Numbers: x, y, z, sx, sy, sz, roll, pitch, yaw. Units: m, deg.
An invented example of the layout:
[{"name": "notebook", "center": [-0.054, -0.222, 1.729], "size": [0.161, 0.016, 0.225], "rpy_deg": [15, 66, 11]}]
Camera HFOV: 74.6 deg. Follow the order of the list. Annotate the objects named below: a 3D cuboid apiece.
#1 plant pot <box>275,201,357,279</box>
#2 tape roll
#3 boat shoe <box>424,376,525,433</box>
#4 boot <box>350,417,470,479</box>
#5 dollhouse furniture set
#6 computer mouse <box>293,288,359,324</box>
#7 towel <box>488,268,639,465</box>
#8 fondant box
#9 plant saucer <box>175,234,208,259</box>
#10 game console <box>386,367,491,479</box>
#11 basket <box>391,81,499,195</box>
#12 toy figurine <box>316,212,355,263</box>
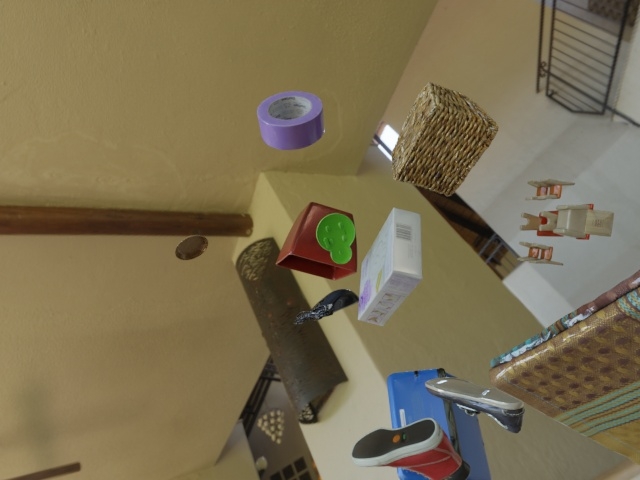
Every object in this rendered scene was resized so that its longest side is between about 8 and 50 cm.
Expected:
[{"name": "plant pot", "center": [0.000, 0.000, 1.667], "size": [0.267, 0.236, 0.267], "rpy_deg": [16, -16, -14]}, {"name": "tape roll", "center": [-0.084, -0.348, 1.213], "size": [0.188, 0.189, 0.080], "rpy_deg": [-21, -42, -14]}, {"name": "boat shoe", "center": [0.288, 0.313, 0.808], "size": [0.075, 0.065, 0.206], "rpy_deg": [-8, 1, -37]}, {"name": "boot", "center": [0.204, 0.511, 0.960], "size": [0.244, 0.088, 0.176], "rpy_deg": [-28, -73, 31]}, {"name": "dollhouse furniture set", "center": [0.734, -0.052, 1.283], "size": [0.135, 0.259, 0.262], "rpy_deg": [7, -88, -2]}, {"name": "computer mouse", "center": [0.039, 0.228, 1.543], "size": [0.188, 0.072, 0.272], "rpy_deg": [-25, -8, 41]}, {"name": "towel", "center": [0.348, 0.119, 0.272], "size": [0.370, 0.040, 0.271], "rpy_deg": [29, -44, -1]}, {"name": "fondant box", "center": [0.216, 0.093, 1.345], "size": [0.096, 0.238, 0.330], "rpy_deg": [13, -37, -5]}, {"name": "plant saucer", "center": [-0.316, 0.014, 1.027], "size": [0.083, 0.015, 0.083], "rpy_deg": [-27, -31, -18]}, {"name": "game console", "center": [0.339, 0.542, 1.216], "size": [0.250, 0.293, 0.173], "rpy_deg": [-9, -39, 10]}, {"name": "basket", "center": [0.389, -0.330, 1.373], "size": [0.222, 0.214, 0.299], "rpy_deg": [14, -45, -9]}, {"name": "toy figurine", "center": [0.050, -0.017, 1.459], "size": [0.130, 0.159, 0.173], "rpy_deg": [-17, -79, -2]}]
